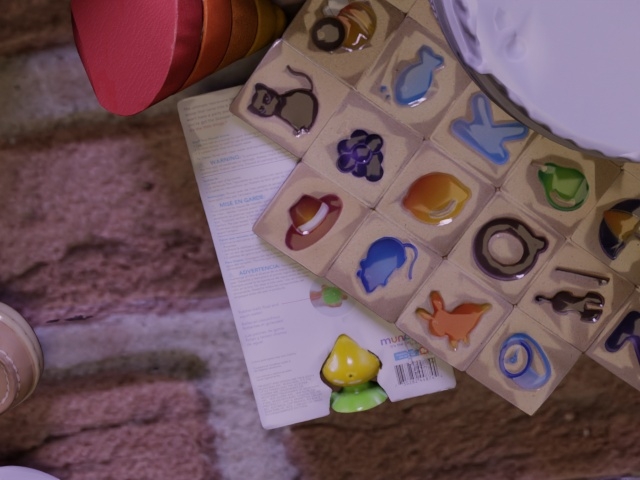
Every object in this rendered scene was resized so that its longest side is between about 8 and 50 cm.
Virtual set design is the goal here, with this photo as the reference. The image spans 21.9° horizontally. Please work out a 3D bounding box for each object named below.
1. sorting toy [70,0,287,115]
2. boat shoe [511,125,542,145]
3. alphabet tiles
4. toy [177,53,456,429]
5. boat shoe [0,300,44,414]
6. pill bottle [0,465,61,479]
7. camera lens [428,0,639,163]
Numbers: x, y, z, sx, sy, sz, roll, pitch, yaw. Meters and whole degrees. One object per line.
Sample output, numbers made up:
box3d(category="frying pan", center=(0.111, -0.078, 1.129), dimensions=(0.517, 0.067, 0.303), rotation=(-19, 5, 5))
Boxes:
box3d(category="sorting toy", center=(-0.017, -0.217, 0.952), dimensions=(0.126, 0.127, 0.365), rotation=(-3, 142, -39))
box3d(category="boat shoe", center=(0.103, -0.068, 1.086), dimensions=(0.100, 0.035, 0.035), rotation=(-22, 87, 19))
box3d(category="alphabet tiles", center=(0.130, -0.056, 1.058), dimensions=(0.342, 0.011, 0.285), rotation=(34, 103, -9))
box3d(category="toy", center=(0.000, 0.000, 1.109), dimensions=(0.137, 0.056, 0.237), rotation=(-13, 105, 3))
box3d(category="boat shoe", center=(-0.362, 0.127, 1.176), dimensions=(0.341, 0.110, 0.122), rotation=(-14, 116, 11))
box3d(category="pill bottle", center=(-0.278, 0.306, 1.242), dimensions=(0.152, 0.152, 0.272), rotation=(39, 114, -15))
box3d(category="camera lens", center=(0.160, -0.168, 0.878), dimensions=(0.219, 0.274, 0.219), rotation=(0, 106, 0))
